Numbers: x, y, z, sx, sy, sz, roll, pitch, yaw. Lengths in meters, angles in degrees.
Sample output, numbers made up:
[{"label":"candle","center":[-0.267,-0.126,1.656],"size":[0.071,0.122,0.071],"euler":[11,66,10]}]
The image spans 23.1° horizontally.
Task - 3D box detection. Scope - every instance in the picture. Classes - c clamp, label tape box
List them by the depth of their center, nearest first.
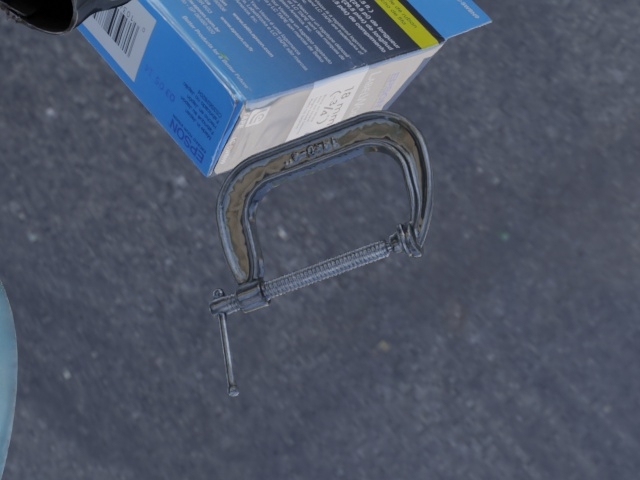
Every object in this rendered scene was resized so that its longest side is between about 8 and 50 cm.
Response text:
[{"label":"c clamp","center":[0.000,0.000,0.915],"size":[0.160,0.137,0.022],"euler":[-26,155,16]},{"label":"label tape box","center":[-0.038,-0.212,1.495],"size":[0.333,0.240,0.106],"euler":[-22,151,-40]}]

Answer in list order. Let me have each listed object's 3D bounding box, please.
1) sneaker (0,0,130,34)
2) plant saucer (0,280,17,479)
[{"label":"sneaker","center":[-0.206,-0.226,0.981],"size":[0.222,0.118,0.083],"euler":[40,121,-2]},{"label":"plant saucer","center":[-0.288,0.140,0.903],"size":[0.043,0.317,0.317],"euler":[30,100,-37]}]
